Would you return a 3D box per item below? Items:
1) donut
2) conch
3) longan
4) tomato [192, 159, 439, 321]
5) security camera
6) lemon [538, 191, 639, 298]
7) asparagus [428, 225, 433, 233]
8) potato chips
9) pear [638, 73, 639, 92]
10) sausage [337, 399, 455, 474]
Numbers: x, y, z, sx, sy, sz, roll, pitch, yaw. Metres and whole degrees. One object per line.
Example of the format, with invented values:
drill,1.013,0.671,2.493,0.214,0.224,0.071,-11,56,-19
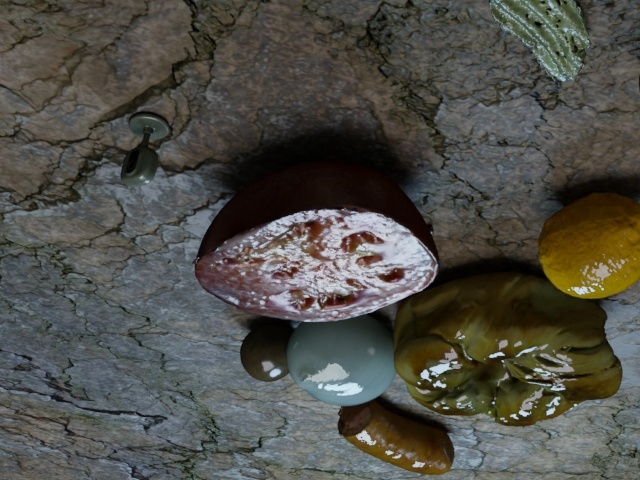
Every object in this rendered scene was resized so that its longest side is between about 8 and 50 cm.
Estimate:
donut,0.294,0.180,1.940,0.360,0.170,0.360,3,151,2
conch,0.044,0.206,2.032,0.221,0.121,0.185,19,126,-31
longan,-0.081,0.188,2.074,0.119,0.106,0.106,-24,174,-46
tomato,-0.003,-0.012,1.679,0.338,0.144,0.338,0,152,0
security camera,-0.231,-0.114,1.584,0.058,0.092,0.058,5,149,3
lemon,0.382,0.004,1.662,0.187,0.142,0.142,-25,138,36
asparagus,0.100,0.008,1.821,0.163,0.016,0.016,-23,159,35
potato chips,0.254,-0.241,1.374,0.092,0.028,0.207,-17,142,33
pear,0.435,-0.166,1.349,0.136,0.167,0.167,-36,136,16
sausage,0.150,0.384,2.360,0.270,0.109,0.109,27,142,-32
